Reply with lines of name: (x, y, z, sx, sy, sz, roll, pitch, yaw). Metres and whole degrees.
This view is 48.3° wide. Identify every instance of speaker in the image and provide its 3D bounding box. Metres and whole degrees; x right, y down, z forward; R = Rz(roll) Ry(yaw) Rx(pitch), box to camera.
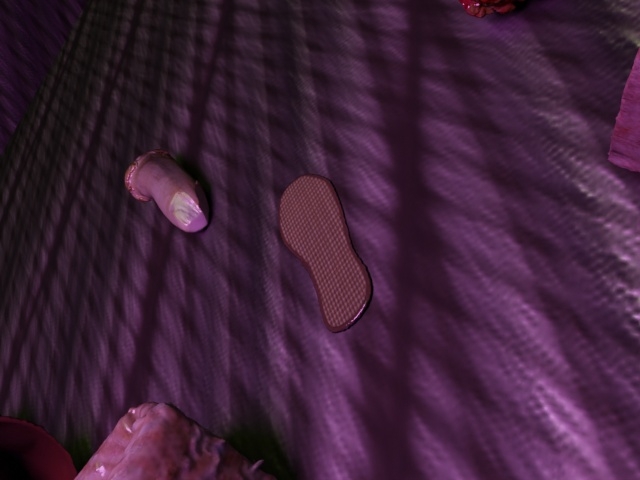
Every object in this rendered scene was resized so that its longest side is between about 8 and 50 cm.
speaker: (-0.434, 0.350, 0.945, 0.329, 0.198, 0.259, -18, 89, 62)

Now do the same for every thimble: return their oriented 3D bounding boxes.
thimble: (-0.150, 0.259, 0.576, 0.229, 0.148, 0.196, -58, 15, -26)

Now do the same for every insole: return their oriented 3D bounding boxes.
insole: (0.000, 0.000, 0.747, 0.086, 0.005, 0.253, -47, 36, 16)

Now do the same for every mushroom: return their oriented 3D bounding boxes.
mushroom: (-0.216, -0.071, 1.017, 0.084, 0.071, 0.209, -29, 34, -18)

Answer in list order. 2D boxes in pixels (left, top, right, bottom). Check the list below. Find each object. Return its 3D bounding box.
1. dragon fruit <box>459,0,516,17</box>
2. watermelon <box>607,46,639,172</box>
dragon fruit: (0.171, -0.292, 0.650, 0.166, 0.133, 0.136, -49, 28, 16)
watermelon: (0.237, -0.125, 0.338, 0.293, 0.250, 0.283, -14, 48, 43)
